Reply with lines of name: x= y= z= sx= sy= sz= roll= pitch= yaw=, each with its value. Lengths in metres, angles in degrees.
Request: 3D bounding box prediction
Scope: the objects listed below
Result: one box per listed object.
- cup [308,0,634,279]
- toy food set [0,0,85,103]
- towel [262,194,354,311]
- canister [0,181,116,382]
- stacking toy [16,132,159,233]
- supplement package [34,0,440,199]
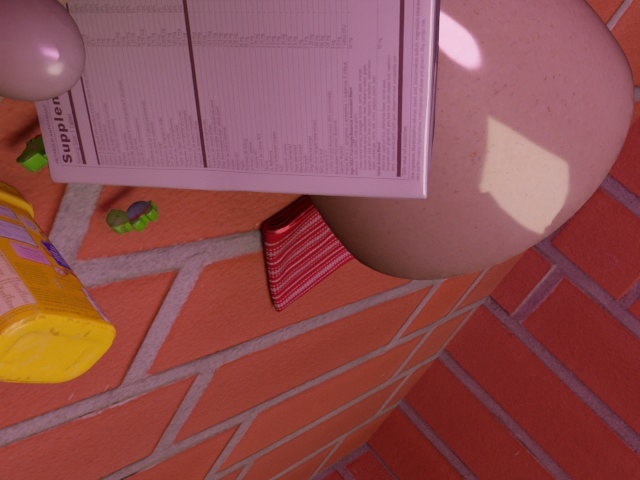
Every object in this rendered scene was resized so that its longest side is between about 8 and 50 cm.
cup: x=0.077 y=-0.162 z=0.632 sx=0.331 sy=0.331 sz=0.237 roll=-46 pitch=130 yaw=5
toy food set: x=-0.193 y=-0.027 z=0.241 sx=0.306 sy=0.093 sz=0.220 roll=-63 pitch=160 yaw=-4
towel: x=0.000 y=0.000 z=1.080 sx=0.199 sy=0.031 sz=0.274 roll=-35 pitch=156 yaw=-18
canister: x=-0.248 y=0.026 z=0.534 sx=0.073 sy=0.170 sz=0.126 roll=-46 pitch=157 yaw=4
stacking toy: x=-0.145 y=-0.109 z=0.636 sx=0.221 sy=0.052 sz=0.167 roll=-40 pitch=155 yaw=-5
supplement package: x=-0.047 y=-0.119 z=0.453 sx=0.133 sy=0.244 sz=0.138 roll=-69 pitch=160 yaw=-60
